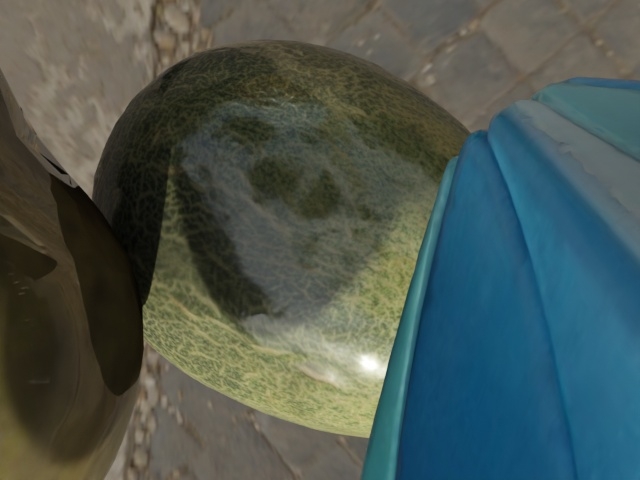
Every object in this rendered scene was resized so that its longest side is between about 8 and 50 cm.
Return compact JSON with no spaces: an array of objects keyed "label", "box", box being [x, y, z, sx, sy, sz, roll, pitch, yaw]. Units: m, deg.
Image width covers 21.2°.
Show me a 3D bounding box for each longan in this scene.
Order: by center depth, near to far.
[{"label":"longan","box":[-0.293,0.045,1.010,0.404,0.336,0.405,8,74,-30]}]

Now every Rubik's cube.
[{"label":"Rubik's cube","box":[0.209,0.168,0.555,0.347,0.351,0.352,5,112,-17]}]

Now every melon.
[{"label":"melon","box":[0.000,0.000,1.164,0.329,0.248,0.249,28,87,13]}]
